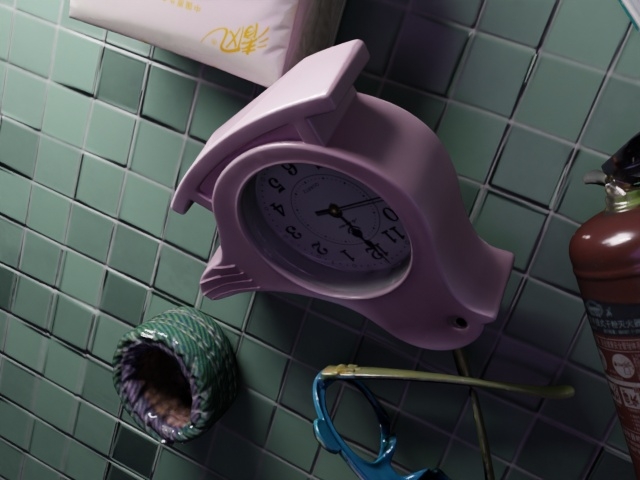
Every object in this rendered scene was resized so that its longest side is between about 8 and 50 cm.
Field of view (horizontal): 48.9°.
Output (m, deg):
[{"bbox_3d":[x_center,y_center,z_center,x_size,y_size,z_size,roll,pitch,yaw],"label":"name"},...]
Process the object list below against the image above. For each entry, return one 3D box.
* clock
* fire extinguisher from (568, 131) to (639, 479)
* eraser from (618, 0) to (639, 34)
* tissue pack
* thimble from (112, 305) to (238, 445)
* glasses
[{"bbox_3d":[0.000,0.000,0.640,0.290,0.080,0.275,-22,120,44],"label":"clock"},{"bbox_3d":[0.281,0.074,0.555,0.114,0.135,0.337,-20,95,-11],"label":"fire extinguisher"},{"bbox_3d":[0.324,-0.129,0.532,0.095,0.052,0.225,-33,89,23],"label":"eraser"},{"bbox_3d":[-0.090,-0.257,0.629,0.225,0.124,0.185,22,113,16],"label":"tissue pack"},{"bbox_3d":[-0.154,0.145,0.770,0.118,0.090,0.135,-27,93,26],"label":"thimble"},{"bbox_3d":[0.126,0.176,0.684,0.207,0.102,0.239,-42,83,-3],"label":"glasses"}]
